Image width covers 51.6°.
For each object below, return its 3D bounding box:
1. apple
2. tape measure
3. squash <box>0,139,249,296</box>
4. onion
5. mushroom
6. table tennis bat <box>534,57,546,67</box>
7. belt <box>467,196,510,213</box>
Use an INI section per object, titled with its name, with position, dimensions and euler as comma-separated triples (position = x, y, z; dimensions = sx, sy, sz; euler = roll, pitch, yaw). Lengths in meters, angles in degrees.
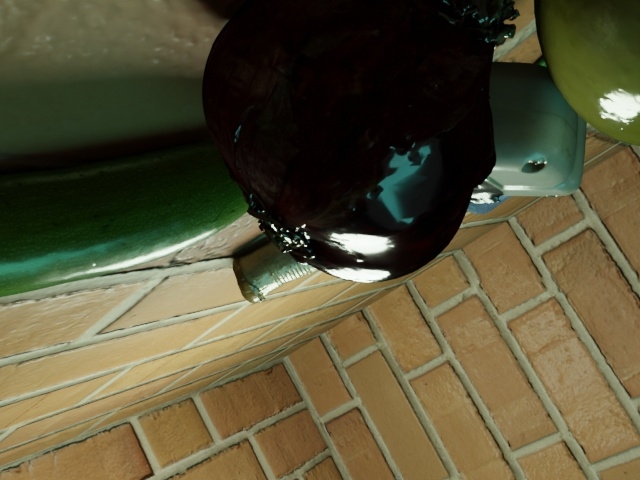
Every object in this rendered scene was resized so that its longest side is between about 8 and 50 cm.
[apple]
position = 0.295, -0.216, 0.547
dimensions = 0.233, 0.257, 0.295
euler = -19, 171, 27
[tape measure]
position = 0.160, -0.114, 0.764
dimensions = 0.258, 0.130, 0.265
euler = 6, 179, 29
[squash]
position = -0.207, -0.021, 0.602
dimensions = 0.395, 0.107, 0.107
euler = -19, 165, -41
[onion]
position = 0.035, -0.081, 0.542
dimensions = 0.281, 0.221, 0.280
euler = -19, 125, -30
[mushroom]
position = 0.000, 0.000, 1.173
dimensions = 0.351, 0.095, 0.123
euler = -31, 150, 5
[table tennis bat]
position = 0.431, -0.302, 1.027
dimensions = 0.257, 0.039, 0.160
euler = -26, 168, 12
[belt]
position = 0.278, -0.122, 1.162
dimensions = 0.082, 0.141, 0.190
euler = -37, 168, 38
